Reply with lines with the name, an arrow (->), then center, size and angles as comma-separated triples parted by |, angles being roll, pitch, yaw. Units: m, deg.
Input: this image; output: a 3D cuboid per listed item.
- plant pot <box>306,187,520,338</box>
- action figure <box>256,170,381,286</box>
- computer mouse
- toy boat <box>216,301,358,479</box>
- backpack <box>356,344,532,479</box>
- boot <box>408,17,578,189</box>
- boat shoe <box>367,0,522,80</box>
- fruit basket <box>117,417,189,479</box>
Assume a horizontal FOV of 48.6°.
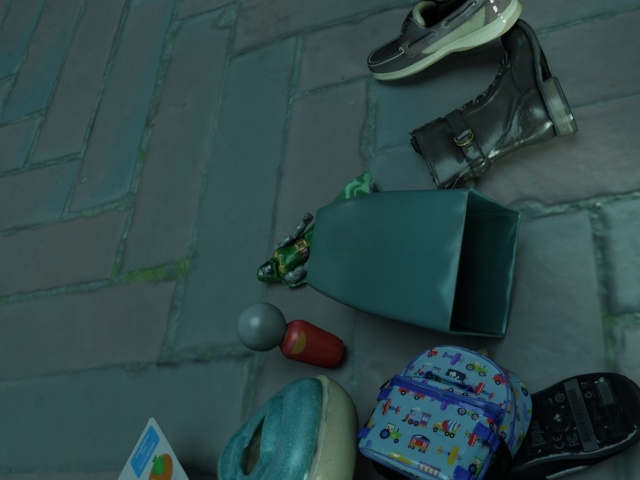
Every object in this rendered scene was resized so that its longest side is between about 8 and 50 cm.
plant pot -> 0.109, 0.025, 0.917 | 0.234, 0.165, 0.165 | 5, 85, 37
action figure -> 0.000, 0.000, 1.083 | 0.232, 0.063, 0.137 | -34, 53, 11
computer mouse -> 0.235, 0.200, 0.829 | 0.262, 0.060, 0.184 | -26, 44, 16
toy boat -> -0.056, 0.219, 0.880 | 0.267, 0.148, 0.318 | -56, 18, 40
backpack -> 0.142, 0.190, 0.771 | 0.158, 0.117, 0.173 | 18, 63, 36
boot -> 0.237, -0.201, 1.061 | 0.229, 0.091, 0.262 | -24, 48, 20
boat shoe -> 0.179, -0.342, 1.136 | 0.285, 0.092, 0.102 | -10, 43, 47
fruit basket -> -0.225, 0.435, 0.832 | 0.353, 0.165, 0.327 | 34, 98, 48
